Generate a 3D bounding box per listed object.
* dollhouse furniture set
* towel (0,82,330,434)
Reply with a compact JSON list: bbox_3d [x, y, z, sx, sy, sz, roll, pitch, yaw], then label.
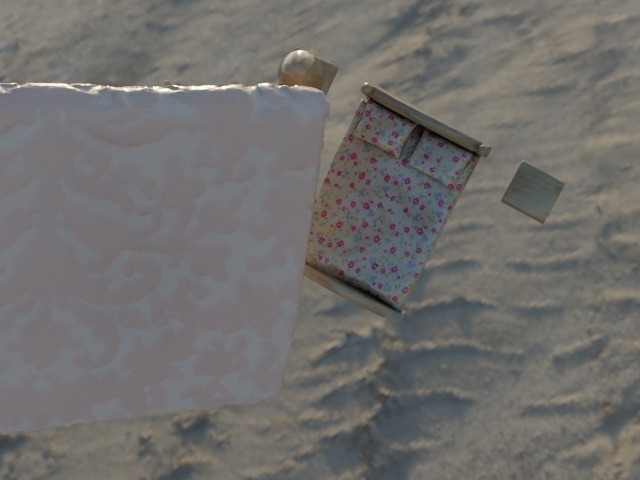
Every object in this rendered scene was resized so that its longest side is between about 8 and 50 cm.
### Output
[{"bbox_3d":[0.000,0.000,1.135,0.303,0.355,0.174,-64,-7,7],"label":"dollhouse furniture set"},{"bbox_3d":[-0.169,0.015,1.044,0.332,0.317,0.053,-3,29,-23],"label":"towel"}]
